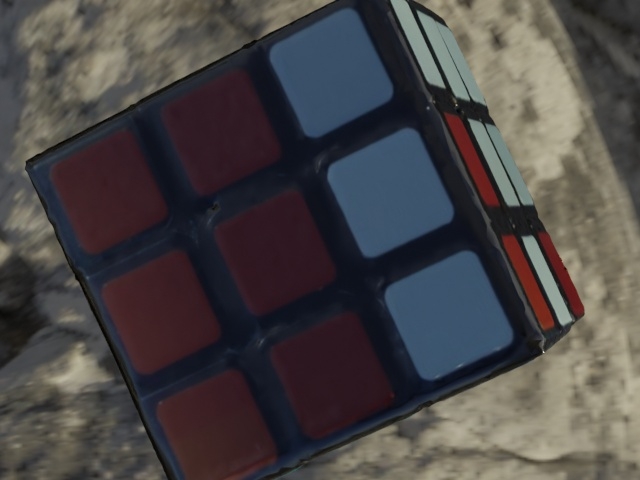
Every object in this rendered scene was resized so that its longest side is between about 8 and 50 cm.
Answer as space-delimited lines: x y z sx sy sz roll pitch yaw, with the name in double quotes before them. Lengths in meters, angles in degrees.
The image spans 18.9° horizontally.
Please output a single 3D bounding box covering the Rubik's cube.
"Rubik's cube" 0.000 0.000 0.801 0.160 0.162 0.163 -26 85 13
